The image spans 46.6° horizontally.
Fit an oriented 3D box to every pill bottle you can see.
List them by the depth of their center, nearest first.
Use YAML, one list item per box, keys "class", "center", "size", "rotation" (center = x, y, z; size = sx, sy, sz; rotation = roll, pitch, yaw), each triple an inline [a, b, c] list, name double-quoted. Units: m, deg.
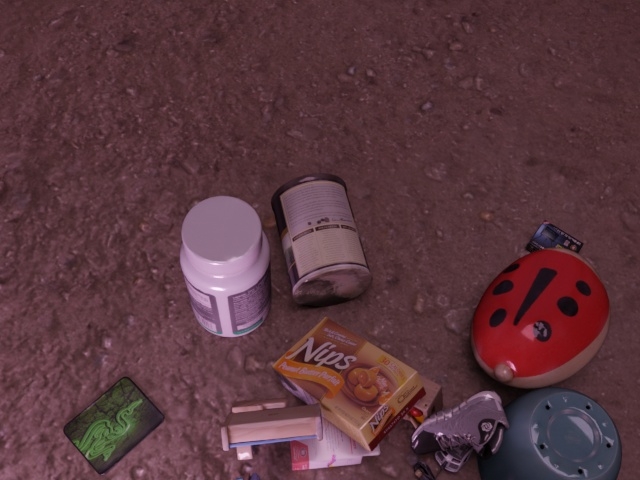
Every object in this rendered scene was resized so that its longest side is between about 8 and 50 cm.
- class: "pill bottle"
  center: [-0.215, 0.066, 1.724]
  size: [0.204, 0.361, 0.204]
  rotation: [1, 60, -2]

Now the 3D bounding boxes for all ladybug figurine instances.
- class: "ladybug figurine"
  center: [0.520, 0.163, 1.760]
  size: [0.305, 0.162, 0.449]
  rotation: [14, 42, 29]

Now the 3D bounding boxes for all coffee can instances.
- class: "coffee can"
  center: [0.000, 0.000, 1.863]
  size: [0.201, 0.202, 0.276]
  rotation: [-10, 61, -8]

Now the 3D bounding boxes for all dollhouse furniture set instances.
- class: "dollhouse furniture set"
  center: [-0.084, 0.506, 1.567]
  size: [0.198, 0.286, 0.304]
  rotation: [-5, 89, 0]

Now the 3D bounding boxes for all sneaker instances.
- class: "sneaker"
  center: [0.302, 0.426, 1.596]
  size: [0.228, 0.086, 0.132]
  rotation: [-36, 36, 13]

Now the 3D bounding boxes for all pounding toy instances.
- class: "pounding toy"
  center: [0.218, 0.385, 1.708]
  size: [0.130, 0.141, 0.100]
  rotation: [24, 61, 27]

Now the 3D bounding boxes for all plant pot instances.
- class: "plant pot"
  center: [0.511, 0.452, 1.612]
  size: [0.292, 0.235, 0.293]
  rotation: [1, 60, -2]

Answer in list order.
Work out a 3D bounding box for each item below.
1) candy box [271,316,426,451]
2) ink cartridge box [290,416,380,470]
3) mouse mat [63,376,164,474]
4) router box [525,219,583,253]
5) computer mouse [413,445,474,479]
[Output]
- class: "candy box"
  center: [0.058, 0.312, 1.671]
  size: [0.183, 0.088, 0.316]
  rotation: [-40, 38, -21]
- class: "ink cartridge box"
  center: [0.030, 0.449, 1.686]
  size: [0.198, 0.067, 0.115]
  rotation: [-4, 60, -4]
- class: "mouse mat"
  center: [-0.475, 0.422, 1.712]
  size: [0.152, 0.007, 0.189]
  rotation: [41, 67, 19]
- class: "router box"
  center: [0.622, 0.015, 1.979]
  size: [0.122, 0.038, 0.092]
  rotation: [34, 65, 15]
- class: "computer mouse"
  center: [0.302, 0.489, 1.693]
  size: [0.106, 0.042, 0.193]
  rotation: [37, 71, 22]
